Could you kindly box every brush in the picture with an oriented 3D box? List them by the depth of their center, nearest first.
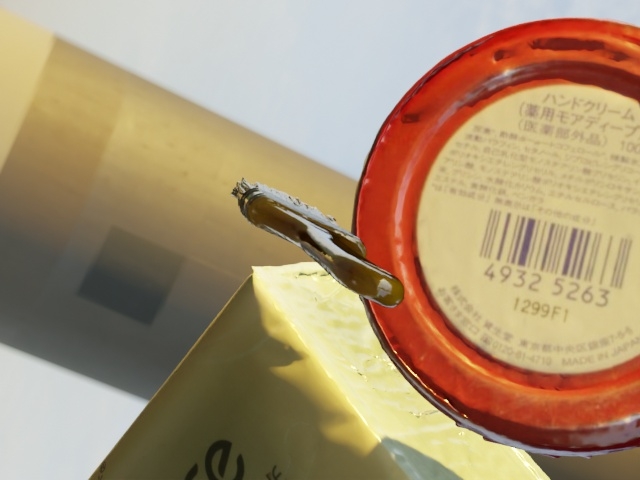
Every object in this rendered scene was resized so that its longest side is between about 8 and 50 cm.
[{"bbox_3d":[0.000,0.000,0.397,0.014,0.043,0.170,-65,-168,3],"label":"brush"}]

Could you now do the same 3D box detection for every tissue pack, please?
[{"bbox_3d":[-0.030,0.268,1.187,0.332,0.205,0.405,51,-62,24],"label":"tissue pack"}]

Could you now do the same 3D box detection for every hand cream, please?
[{"bbox_3d":[0.129,0.004,0.683,0.230,0.230,0.149,-66,168,-1],"label":"hand cream"}]
